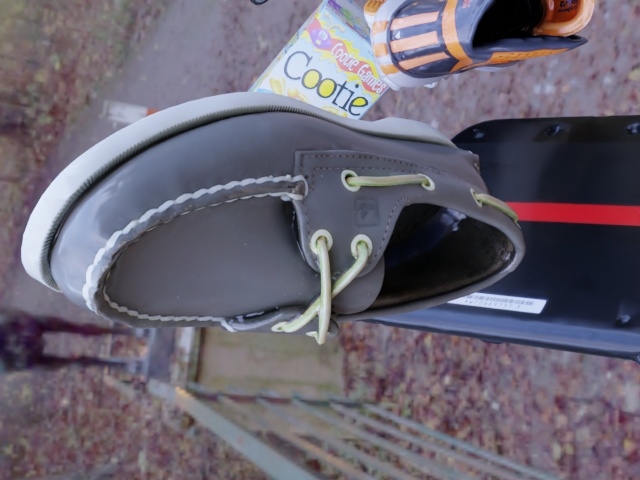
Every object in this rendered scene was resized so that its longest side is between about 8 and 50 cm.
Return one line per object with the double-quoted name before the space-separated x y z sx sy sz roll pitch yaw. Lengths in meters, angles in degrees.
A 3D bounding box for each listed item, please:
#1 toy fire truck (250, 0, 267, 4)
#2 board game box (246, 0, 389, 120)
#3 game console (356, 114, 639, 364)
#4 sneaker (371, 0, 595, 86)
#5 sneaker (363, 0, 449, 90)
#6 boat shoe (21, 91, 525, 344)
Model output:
"toy fire truck" -0.074 -0.519 1.430 0.158 0.217 0.246 48 159 17
"board game box" -0.020 -0.212 1.403 0.275 0.142 0.144 -46 13 24
"game console" 0.244 -0.015 0.990 0.386 0.060 0.342 4 44 40
"sneaker" 0.216 -0.232 0.973 0.180 0.321 0.124 0 114 47
"sneaker" 0.162 -0.265 1.230 0.099 0.262 0.121 27 128 48
"boat shoe" 0.002 -0.004 0.473 0.091 0.305 0.109 45 121 26
